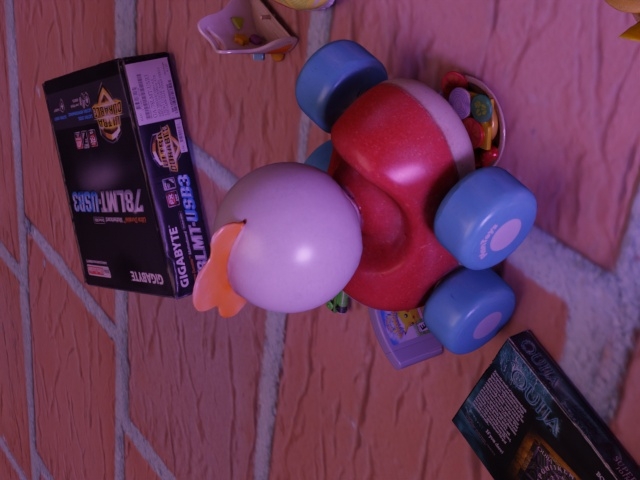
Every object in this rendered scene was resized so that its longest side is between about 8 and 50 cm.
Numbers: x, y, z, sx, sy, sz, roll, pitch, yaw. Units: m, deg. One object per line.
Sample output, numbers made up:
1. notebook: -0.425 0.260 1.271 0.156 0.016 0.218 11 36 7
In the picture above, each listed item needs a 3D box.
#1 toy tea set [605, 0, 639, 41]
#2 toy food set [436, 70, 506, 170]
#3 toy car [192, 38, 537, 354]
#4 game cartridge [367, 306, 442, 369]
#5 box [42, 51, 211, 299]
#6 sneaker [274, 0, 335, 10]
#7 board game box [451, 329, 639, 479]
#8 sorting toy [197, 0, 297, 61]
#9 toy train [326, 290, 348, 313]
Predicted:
1. toy tea set: 0.228 -0.181 0.455 0.336 0.124 0.200 28 108 57
2. toy food set: 0.114 -0.091 0.825 0.083 0.020 0.082 29 127 49
3. toy car: 0.000 0.000 0.808 0.219 0.238 0.210 48 154 32
4. game cartridge: 0.072 0.070 0.926 0.017 0.056 0.083 -29 79 65
5. box: -0.254 -0.080 1.349 0.295 0.073 0.293 4 106 57
6. sneaker: -0.062 -0.255 0.956 0.208 0.094 0.081 29 125 47
7. board game box: 0.187 0.180 0.826 0.186 0.026 0.126 55 143 28
8. sorting toy: -0.078 -0.202 1.019 0.083 0.075 0.045 54 142 29
9. toy train: 0.021 0.037 1.028 0.024 0.017 0.083 28 127 36
